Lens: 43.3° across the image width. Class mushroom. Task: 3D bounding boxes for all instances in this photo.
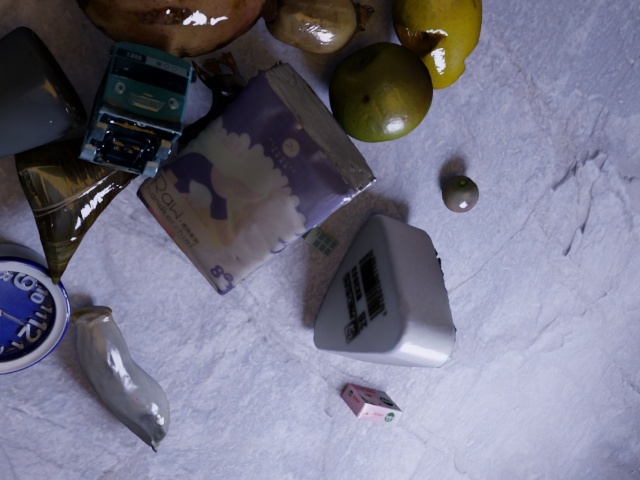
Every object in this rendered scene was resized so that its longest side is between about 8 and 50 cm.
[{"bbox_3d":[-0.389,0.271,1.577,0.109,0.097,0.351,-31,122,-12],"label":"mushroom"}]

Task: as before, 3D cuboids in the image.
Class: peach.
[{"bbox_3d":[0.306,-0.100,1.764,0.083,0.083,0.083,-12,120,-22],"label":"peach"}]

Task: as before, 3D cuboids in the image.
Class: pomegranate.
[{"bbox_3d":[-0.220,-0.425,1.201,0.322,0.322,0.322,-12,120,-22],"label":"pomegranate"}]

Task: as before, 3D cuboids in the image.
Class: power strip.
[{"bbox_3d":[0.000,0.000,1.690,0.090,0.016,0.040,37,95,-36],"label":"power strip"}]

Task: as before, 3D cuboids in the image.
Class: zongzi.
[{"bbox_3d":[-0.378,-0.069,1.393,0.248,0.111,0.241,-20,119,-24],"label":"zongzi"}]

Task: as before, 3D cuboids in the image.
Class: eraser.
[{"bbox_3d":[0.147,0.146,1.664,0.150,0.331,0.331,18,105,-33],"label":"eraser"}]

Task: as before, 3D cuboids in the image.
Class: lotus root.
[{"bbox_3d":[0.002,-0.398,1.429,0.221,0.118,0.125,1,131,-25],"label":"lotus root"}]

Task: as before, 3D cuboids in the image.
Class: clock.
[{"bbox_3d":[-0.565,0.121,1.417,0.230,0.083,0.230,-13,120,-24],"label":"clock"}]

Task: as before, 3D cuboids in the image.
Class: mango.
[{"bbox_3d":[0.224,-0.410,1.533,0.167,0.130,0.262,-28,129,-6],"label":"mango"}]

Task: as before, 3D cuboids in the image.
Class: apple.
[{"bbox_3d":[0.110,-0.277,1.500,0.196,0.196,0.157,-37,127,-7],"label":"apple"}]

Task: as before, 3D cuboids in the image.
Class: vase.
[{"bbox_3d":[-0.538,-0.177,1.231,0.321,0.173,0.173,-31,125,-5],"label":"vase"}]

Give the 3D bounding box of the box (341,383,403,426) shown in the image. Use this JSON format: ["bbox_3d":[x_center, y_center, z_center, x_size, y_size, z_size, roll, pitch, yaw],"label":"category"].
[{"bbox_3d":[0.122,0.390,1.911,0.125,0.089,0.043,20,103,-35],"label":"box"}]

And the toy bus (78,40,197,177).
[{"bbox_3d":[-0.280,-0.193,1.212,0.128,0.256,0.147,14,75,-20],"label":"toy bus"}]

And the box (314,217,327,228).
[{"bbox_3d":[-0.037,-0.141,1.472,0.163,0.243,0.135,25,112,-36],"label":"box"}]

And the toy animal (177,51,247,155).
[{"bbox_3d":[-0.172,-0.256,1.383,0.272,0.160,0.197,-27,133,17],"label":"toy animal"}]

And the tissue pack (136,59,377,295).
[{"bbox_3d":[-0.113,-0.091,1.319,0.344,0.125,0.242,-36,94,30],"label":"tissue pack"}]
